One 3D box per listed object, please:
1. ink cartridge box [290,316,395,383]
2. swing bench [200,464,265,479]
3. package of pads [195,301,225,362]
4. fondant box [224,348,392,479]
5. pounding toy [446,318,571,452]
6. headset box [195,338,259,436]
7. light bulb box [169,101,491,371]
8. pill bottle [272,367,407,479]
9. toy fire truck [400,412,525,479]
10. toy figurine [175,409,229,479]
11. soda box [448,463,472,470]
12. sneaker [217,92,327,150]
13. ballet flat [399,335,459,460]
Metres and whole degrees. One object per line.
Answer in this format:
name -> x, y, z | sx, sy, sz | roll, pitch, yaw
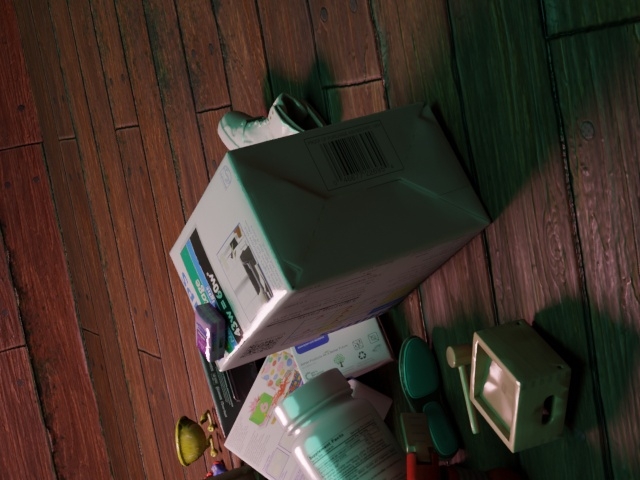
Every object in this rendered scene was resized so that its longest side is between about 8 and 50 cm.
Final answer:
ink cartridge box -> -0.004, 0.094, 1.877 | 0.065, 0.165, 0.333 | 41, -154, -74
swing bench -> -0.183, 0.626, 2.354 | 0.254, 0.253, 0.165 | 1, 102, 61
package of pads -> -0.168, 0.139, 1.585 | 0.050, 0.032, 0.083 | 46, 144, 39
fondant box -> -0.031, 0.351, 1.993 | 0.330, 0.096, 0.238 | 17, 79, 58
pounding toy -> 0.269, 0.205, 1.512 | 0.206, 0.094, 0.181 | -127, 29, -53
headset box -> -0.188, 0.306, 2.269 | 0.293, 0.110, 0.218 | 118, 134, -81
light bulb box -> 0.000, 0.000, 1.614 | 0.225, 0.358, 0.361 | 65, 150, 14
pill bottle -> 0.053, 0.362, 1.714 | 0.283, 0.160, 0.160 | 55, 147, 15
toy fire truck -> 0.207, 0.374, 1.598 | 0.158, 0.217, 0.246 | 135, 139, -59
toy figurine -> -0.229, 0.615, 2.618 | 0.217, 0.191, 0.363 | -1, 95, 31
soda box -> 0.227, 0.470, 1.731 | 0.058, 0.061, 0.181 | 0, 102, 62
sneaker -> -0.084, -0.215, 1.958 | 0.292, 0.108, 0.169 | 38, 134, 35
ballet flat -> 0.169, 0.266, 1.738 | 0.068, 0.072, 0.213 | -30, 76, 66
